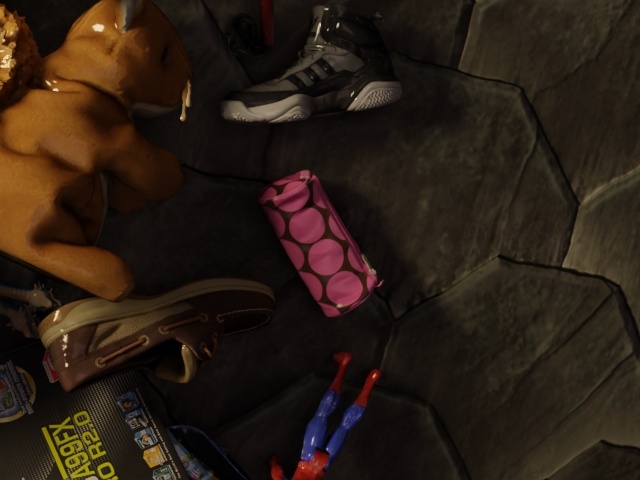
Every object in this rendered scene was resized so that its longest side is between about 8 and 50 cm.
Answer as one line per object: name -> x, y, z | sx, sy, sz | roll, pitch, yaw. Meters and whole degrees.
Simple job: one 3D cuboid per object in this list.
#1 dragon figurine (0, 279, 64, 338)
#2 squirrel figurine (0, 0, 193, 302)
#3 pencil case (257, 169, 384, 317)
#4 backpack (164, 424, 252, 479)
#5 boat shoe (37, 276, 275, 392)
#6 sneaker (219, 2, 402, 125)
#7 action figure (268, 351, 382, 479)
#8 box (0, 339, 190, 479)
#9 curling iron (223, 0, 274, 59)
dragon figurine -> -0.477, 0.043, 1.356 | 0.289, 0.144, 0.085 | 26, 87, 14
squirrel figurine -> -0.346, -0.167, 1.286 | 0.397, 0.281, 0.370 | 28, 80, -20
pencil case -> 0.000, 0.000, 1.481 | 0.098, 0.095, 0.209 | -26, 105, 24
backpack -> -0.194, 0.335, 1.441 | 0.158, 0.117, 0.173 | -41, 104, -8
boat shoe -> -0.194, 0.133, 1.368 | 0.342, 0.123, 0.123 | -4, 61, -42
sneaker -> -0.021, -0.246, 1.453 | 0.268, 0.101, 0.153 | -11, 97, -20
action figure -> -0.014, 0.310, 1.512 | 0.091, 0.139, 0.280 | 31, 64, -12
box -> -0.320, 0.251, 1.340 | 0.216, 0.060, 0.270 | -20, 63, -23
curling iron -> -0.087, -0.348, 1.371 | 0.068, 0.035, 0.274 | -8, 139, -16
